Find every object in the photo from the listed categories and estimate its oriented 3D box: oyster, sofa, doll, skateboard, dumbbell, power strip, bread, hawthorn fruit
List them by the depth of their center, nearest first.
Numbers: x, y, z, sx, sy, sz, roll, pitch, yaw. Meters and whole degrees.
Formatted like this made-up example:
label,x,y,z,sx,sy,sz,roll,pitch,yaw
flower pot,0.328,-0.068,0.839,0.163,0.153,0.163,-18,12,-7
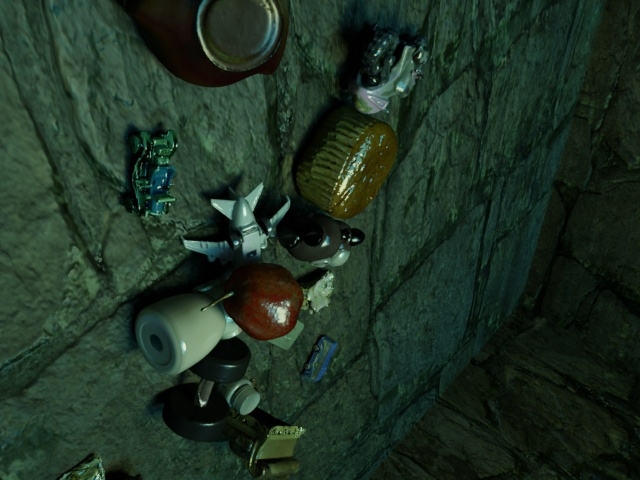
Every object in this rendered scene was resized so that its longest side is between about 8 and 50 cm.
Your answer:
label,x,y,z,sx,sy,sz,roll,pitch,yaw
hawthorn fruit,-0.137,0.115,1.079,0.203,0.163,0.162,27,94,-37
oyster,-0.533,0.555,1.145,0.177,0.064,0.125,-33,127,-18
dumbbell,-0.263,0.331,1.226,0.152,0.152,0.218,1,115,-53
bread,0.065,-0.181,1.253,0.253,0.142,0.227,-62,155,3
doll,-0.001,-0.002,1.258,0.257,0.182,0.117,26,62,-69
power strip,-0.136,0.210,1.386,0.093,0.053,0.288,-54,148,-6
sofa,-0.197,0.536,1.391,0.200,0.258,0.182,37,72,-58
skateboard,-0.207,0.420,1.466,0.083,0.064,0.032,3,122,-42
oyster,-0.017,0.148,1.488,0.209,0.072,0.132,-41,142,-59

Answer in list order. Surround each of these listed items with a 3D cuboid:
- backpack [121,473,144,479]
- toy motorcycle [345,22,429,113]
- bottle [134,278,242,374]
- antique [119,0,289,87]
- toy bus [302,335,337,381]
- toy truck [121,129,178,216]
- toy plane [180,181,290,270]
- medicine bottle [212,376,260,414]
label,x,y,z,sx,sy,sz,roll,pitch,yaw
backpack,-0.441,0.615,1.241,0.106,0.120,0.165,-37,175,-33
toy motorcycle,0.159,-0.389,1.220,0.327,0.143,0.188,-31,149,-58
bottle,-0.255,0.169,1.122,0.236,0.148,0.147,-25,135,-51
antique,-0.161,-0.348,0.825,0.278,0.129,0.223,15,106,-54
toy bus,-0.003,0.380,1.695,0.051,0.061,0.153,7,110,-60
toy truck,-0.282,-0.110,0.908,0.080,0.078,0.154,-16,128,-48
toy plane,-0.164,0.002,1.134,0.251,0.101,0.255,-23,135,-25
medicine bottle,-0.219,0.375,1.339,0.080,0.130,0.080,-32,139,-33
